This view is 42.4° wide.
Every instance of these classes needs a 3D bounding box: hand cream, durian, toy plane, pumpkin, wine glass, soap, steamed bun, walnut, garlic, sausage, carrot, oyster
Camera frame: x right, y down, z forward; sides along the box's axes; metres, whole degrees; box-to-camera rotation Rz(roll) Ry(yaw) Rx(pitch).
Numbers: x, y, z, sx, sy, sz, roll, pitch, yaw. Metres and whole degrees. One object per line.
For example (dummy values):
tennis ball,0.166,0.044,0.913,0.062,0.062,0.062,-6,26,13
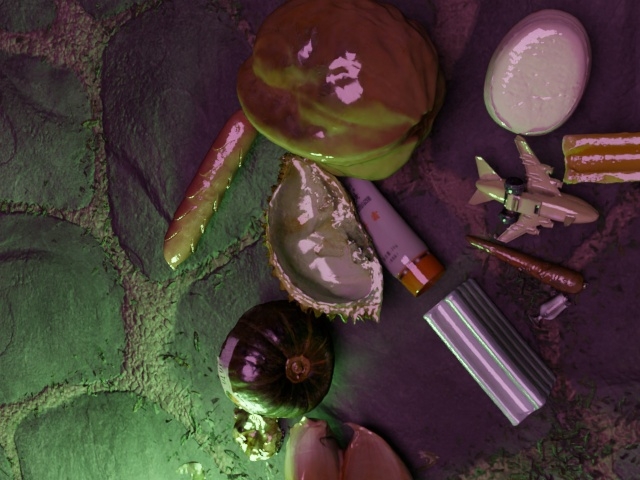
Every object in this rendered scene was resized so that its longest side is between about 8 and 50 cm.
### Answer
hand cream,0.127,-0.029,1.696,0.314,0.089,0.139,47,125,19
durian,-0.009,0.002,1.685,0.198,0.163,0.394,-26,81,51
toy plane,0.395,-0.077,1.544,0.244,0.092,0.229,24,132,28
pumpkin,-0.094,0.249,1.762,0.189,0.260,0.260,23,110,55
wine glass,0.445,0.134,1.602,0.042,0.039,0.083,43,112,-12
soap,0.331,0.209,1.599,0.087,0.160,0.265,-43,81,24
steamed bun,0.396,-0.308,1.503,0.177,0.130,0.228,18,114,7
walnut,0.045,-0.298,1.552,0.384,0.383,0.383,4,100,23
garlic,0.044,0.536,1.743,0.286,0.249,0.313,-30,44,28
soap,0.586,-0.143,1.415,0.315,0.199,0.091,-1,95,25
sausage,-0.253,-0.111,1.845,0.088,0.088,0.433,36,110,15
carrot,0.397,0.042,1.609,0.254,0.049,0.049,25,107,22
oyster,-0.155,0.346,1.885,0.129,0.079,0.344,6,103,31
